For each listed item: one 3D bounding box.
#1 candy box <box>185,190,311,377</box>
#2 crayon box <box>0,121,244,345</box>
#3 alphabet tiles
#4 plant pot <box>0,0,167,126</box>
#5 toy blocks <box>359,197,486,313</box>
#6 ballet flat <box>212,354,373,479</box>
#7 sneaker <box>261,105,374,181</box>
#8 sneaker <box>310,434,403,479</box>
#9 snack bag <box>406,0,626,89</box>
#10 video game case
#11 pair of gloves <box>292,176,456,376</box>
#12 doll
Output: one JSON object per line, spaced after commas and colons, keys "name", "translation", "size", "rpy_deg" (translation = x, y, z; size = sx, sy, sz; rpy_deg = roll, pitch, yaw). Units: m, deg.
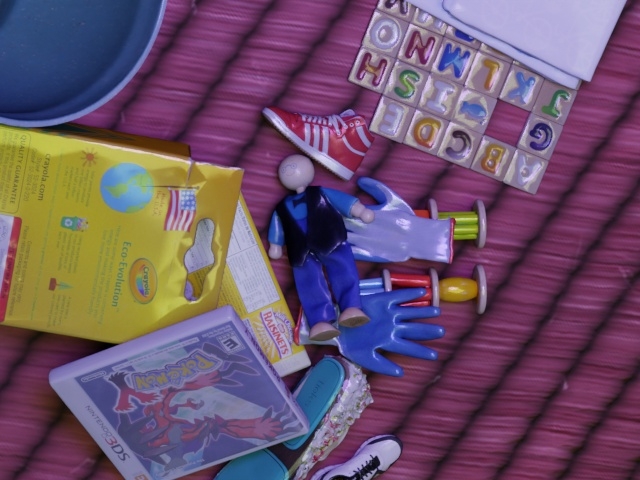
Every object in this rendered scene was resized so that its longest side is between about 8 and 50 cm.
{"name": "candy box", "translation": [-0.095, 0.055, 1.925], "size": [0.105, 0.027, 0.206], "rpy_deg": [-23, 104, -7]}
{"name": "crayon box", "translation": [-0.249, -0.011, 1.835], "size": [0.318, 0.081, 0.202], "rpy_deg": [11, 103, -9]}
{"name": "alphabet tiles", "translation": [0.156, -0.179, 1.947], "size": [0.237, 0.009, 0.198], "rpy_deg": [20, 95, -15]}
{"name": "plant pot", "translation": [-0.310, -0.254, 1.712], "size": [0.293, 0.196, 0.293], "rpy_deg": [-6, 100, -39]}
{"name": "toy blocks", "translation": [0.095, 0.019, 1.945], "size": [0.148, 0.054, 0.123], "rpy_deg": [-2, 98, -6]}
{"name": "ballet flat", "translation": [-0.028, 0.225, 1.947], "size": [0.241, 0.091, 0.077], "rpy_deg": [-48, 138, 4]}
{"name": "sneaker", "translation": [0.001, -0.118, 1.907], "size": [0.118, 0.042, 0.067], "rpy_deg": [35, 95, -23]}
{"name": "sneaker", "translation": [0.042, 0.244, 1.980], "size": [0.109, 0.044, 0.040], "rpy_deg": [-32, 103, -7]}
{"name": "snack bag", "translation": [0.190, -0.367, 1.901], "size": [0.342, 0.037, 0.323], "rpy_deg": [25, 92, -15]}
{"name": "video game case", "translation": [-0.138, 0.161, 1.868], "size": [0.201, 0.023, 0.183], "rpy_deg": [-21, 129, 14]}
{"name": "pair of gloves", "translation": [0.056, 0.036, 1.912], "size": [0.159, 0.023, 0.198], "rpy_deg": [7, 87, 14]}
{"name": "doll", "translation": [0.000, 0.000, 1.892], "size": [0.129, 0.046, 0.189], "rpy_deg": [-27, 70, 27]}
